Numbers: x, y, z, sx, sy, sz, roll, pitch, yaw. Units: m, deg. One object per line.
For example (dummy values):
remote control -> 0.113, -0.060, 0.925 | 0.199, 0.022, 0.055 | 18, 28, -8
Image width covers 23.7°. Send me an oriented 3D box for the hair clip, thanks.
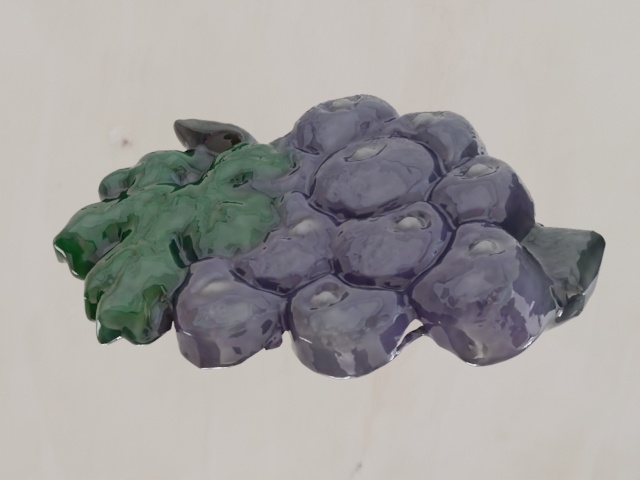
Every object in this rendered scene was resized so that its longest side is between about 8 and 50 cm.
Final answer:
hair clip -> 0.000, 0.002, 0.514 | 0.195, 0.124, 0.052 | 5, -48, 24
